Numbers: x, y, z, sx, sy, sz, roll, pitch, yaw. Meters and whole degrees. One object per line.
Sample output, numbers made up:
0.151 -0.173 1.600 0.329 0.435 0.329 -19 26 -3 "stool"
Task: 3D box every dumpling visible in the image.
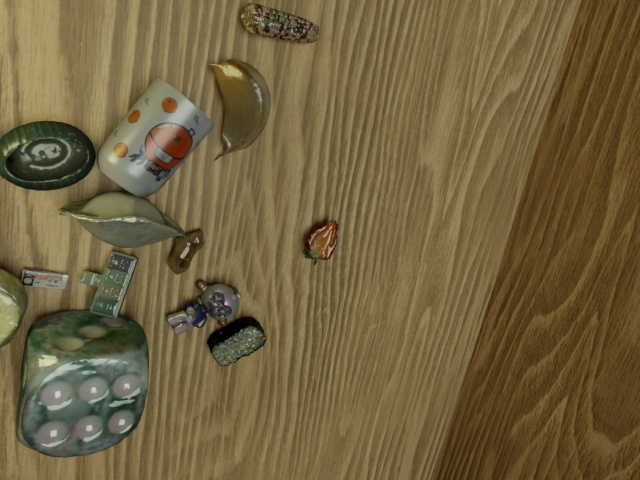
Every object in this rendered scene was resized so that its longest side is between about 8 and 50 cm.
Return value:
-0.588 -0.057 1.326 0.341 0.260 0.181 39 78 -28 "dumpling"

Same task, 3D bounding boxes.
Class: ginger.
-0.480 0.038 1.546 0.190 0.069 0.095 -61 148 1 "ginger"

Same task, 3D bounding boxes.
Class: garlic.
-0.268 -0.436 1.478 0.197 0.151 0.338 2 117 -4 "garlic"

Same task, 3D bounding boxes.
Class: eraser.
-0.866 0.119 1.363 0.122 0.029 0.052 14 101 -34 "eraser"

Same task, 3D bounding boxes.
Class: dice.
-0.745 0.434 1.364 0.328 0.348 0.330 7 106 -35 "dice"

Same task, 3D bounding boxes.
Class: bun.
-0.981 0.184 1.242 0.260 0.152 0.259 -6 110 -16 "bun"

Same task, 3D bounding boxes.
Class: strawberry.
-0.003 0.003 1.816 0.141 0.085 0.192 -3 104 -23 "strawberry"

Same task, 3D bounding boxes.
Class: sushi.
-0.333 0.401 1.742 0.225 0.126 0.136 -30 121 -17 "sushi"

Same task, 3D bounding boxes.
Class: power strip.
-0.710 0.137 1.434 0.145 0.061 0.215 20 82 -16 "power strip"

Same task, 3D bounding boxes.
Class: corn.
-0.132 -0.727 1.459 0.281 0.092 0.092 -6 111 -34 "corn"

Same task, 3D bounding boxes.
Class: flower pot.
-0.765 -0.236 1.212 0.243 0.157 0.189 -16 114 -25 "flower pot"

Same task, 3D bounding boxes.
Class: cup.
-0.508 -0.299 1.316 0.317 0.212 0.212 -51 126 -2 "cup"

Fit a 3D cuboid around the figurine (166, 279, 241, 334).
-0.437 0.248 1.624 0.275 0.133 0.193 -6 100 -15 "figurine"
